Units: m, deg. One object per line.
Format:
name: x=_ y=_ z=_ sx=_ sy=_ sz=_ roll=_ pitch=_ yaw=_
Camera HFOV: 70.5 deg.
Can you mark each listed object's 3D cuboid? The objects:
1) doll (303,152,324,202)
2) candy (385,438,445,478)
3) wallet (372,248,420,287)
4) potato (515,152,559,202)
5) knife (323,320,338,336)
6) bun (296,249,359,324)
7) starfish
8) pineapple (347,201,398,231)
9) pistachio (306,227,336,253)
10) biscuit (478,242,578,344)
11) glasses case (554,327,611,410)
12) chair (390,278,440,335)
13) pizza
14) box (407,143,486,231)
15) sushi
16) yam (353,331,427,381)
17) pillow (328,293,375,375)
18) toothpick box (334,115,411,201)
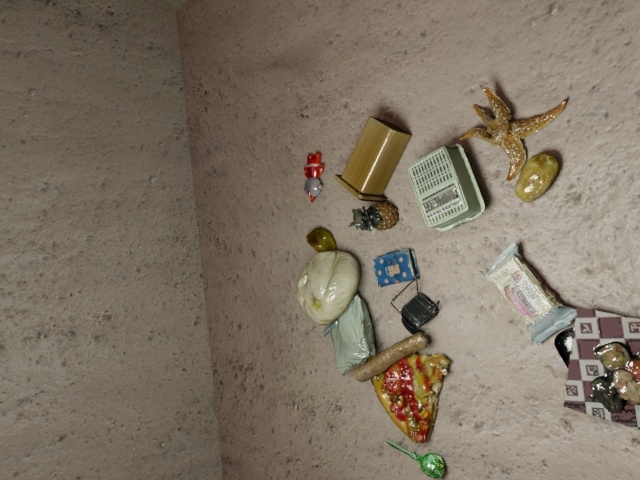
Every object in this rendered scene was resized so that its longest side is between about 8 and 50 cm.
doll: x=-0.034 y=-0.311 z=2.264 sx=0.142 sy=0.076 sz=0.245 roll=-3 pitch=87 yaw=48
candy: x=0.386 y=0.906 z=1.912 sx=0.323 sy=0.097 sz=0.097 roll=0 pitch=93 yaw=55
wallet: x=0.318 y=0.116 z=1.931 sx=0.202 sy=0.059 sz=0.141 roll=-19 pitch=77 yaw=46
potato: x=0.706 y=-0.207 z=1.481 sx=0.107 sy=0.080 sz=0.170 roll=58 pitch=133 yaw=43
knife: x=0.044 y=0.407 z=2.096 sx=0.210 sy=0.015 sz=0.028 roll=123 pitch=142 yaw=-59
bun: x=0.016 y=0.201 z=2.075 sx=0.365 sy=0.219 sz=0.365 roll=-52 pitch=23 yaw=34
starfish: x=0.620 y=-0.406 z=1.554 sx=0.293 sy=0.084 sz=0.301 roll=47 pitch=129 yaw=32
pineapple: x=0.217 y=-0.098 z=1.886 sx=0.128 sy=0.248 sz=0.128 roll=7 pitch=100 yaw=44
pistachio: x=0.003 y=-0.002 z=2.227 sx=0.110 sy=0.100 sz=0.189 roll=-54 pitch=49 yaw=7
biscuit: x=0.695 y=0.175 z=1.522 sx=0.186 sy=0.079 sz=0.309 roll=-53 pitch=55 yaw=37
glasses case: x=0.832 y=0.399 z=1.398 sx=0.103 sy=0.067 sz=0.267 roll=-40 pitch=64 yaw=34
chair: x=0.395 y=0.288 z=1.836 sx=0.145 sy=0.221 sz=0.140 roll=-39 pitch=54 yaw=-7
pizza: x=0.365 y=0.576 z=1.867 sx=0.440 sy=0.130 sz=0.406 roll=55 pitch=131 yaw=29
box: x=0.467 y=-0.191 z=1.670 sx=0.220 sy=0.166 sz=0.291 roll=-28 pitch=73 yaw=44
sushi: x=0.883 y=0.382 z=1.275 sx=0.339 sy=0.068 sz=0.320 roll=11 pitch=95 yaw=34
yam: x=0.288 y=0.477 z=1.845 sx=0.356 sy=0.081 sz=0.081 roll=-37 pitch=66 yaw=26
pillow: x=0.133 y=0.428 z=2.056 sx=0.283 sy=0.138 sz=0.310 roll=-54 pitch=37 yaw=45
toothpick box: x=0.229 y=-0.343 z=1.910 sx=0.190 sy=0.187 sz=0.308 roll=44 pitch=119 yaw=36
